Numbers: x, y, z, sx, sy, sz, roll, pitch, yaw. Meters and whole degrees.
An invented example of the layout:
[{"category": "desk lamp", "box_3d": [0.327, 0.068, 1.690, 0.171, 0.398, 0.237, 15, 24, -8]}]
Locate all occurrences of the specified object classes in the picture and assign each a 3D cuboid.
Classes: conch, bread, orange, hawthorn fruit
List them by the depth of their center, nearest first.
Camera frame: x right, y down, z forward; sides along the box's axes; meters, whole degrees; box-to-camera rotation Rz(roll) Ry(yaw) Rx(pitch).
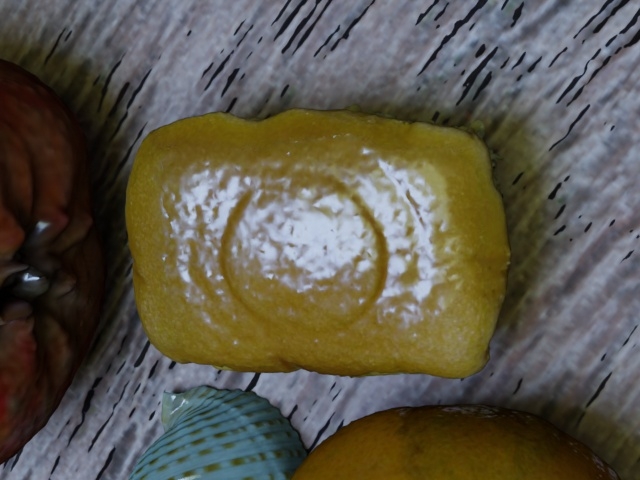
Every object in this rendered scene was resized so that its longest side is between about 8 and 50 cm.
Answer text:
[{"category": "orange", "box_3d": [0.087, 0.205, 0.802, 0.240, 0.171, 0.240, 7, 112, 17]}, {"category": "bread", "box_3d": [0.000, 0.000, 0.828, 0.246, 0.121, 0.174, 3, 96, 13]}, {"category": "hawthorn fruit", "box_3d": [-0.305, 0.010, 0.855, 0.330, 0.287, 0.287, 5, 98, 30]}, {"category": "conch", "box_3d": [-0.072, 0.182, 0.884, 0.135, 0.102, 0.153, -3, 95, 1]}]
